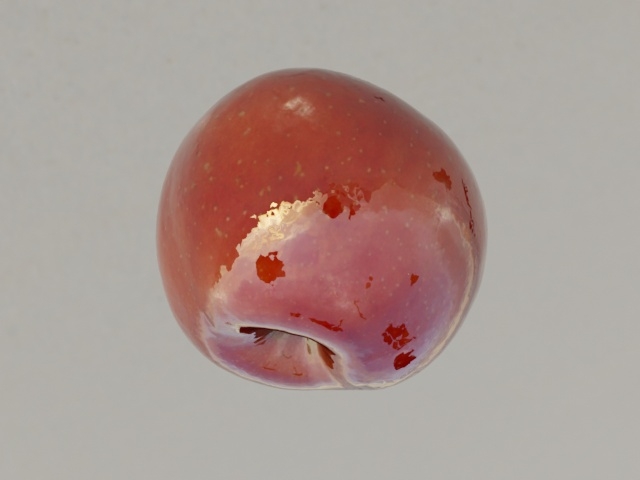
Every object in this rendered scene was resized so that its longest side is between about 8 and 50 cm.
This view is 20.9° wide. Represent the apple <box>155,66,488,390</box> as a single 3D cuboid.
[{"bbox_3d":[0.000,0.000,1.346,0.260,0.217,0.260,10,149,6],"label":"apple"}]
